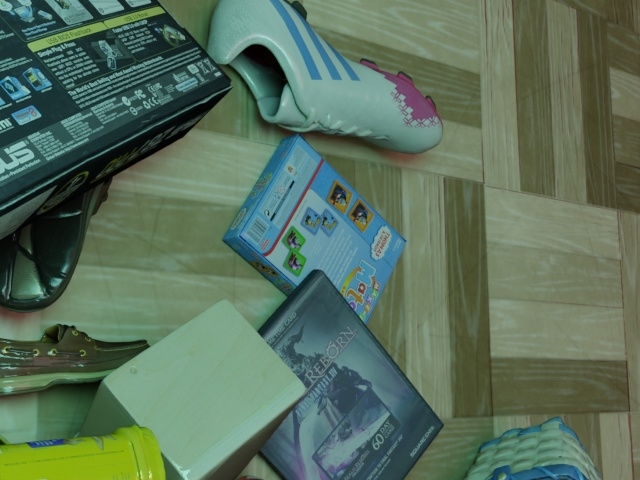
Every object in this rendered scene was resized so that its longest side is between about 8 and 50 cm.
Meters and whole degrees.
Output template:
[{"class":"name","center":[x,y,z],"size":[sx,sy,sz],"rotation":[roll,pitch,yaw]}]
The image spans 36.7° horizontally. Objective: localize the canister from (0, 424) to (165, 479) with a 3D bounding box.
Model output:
[{"class":"canister","center":[-0.227,0.204,0.767],"size":[0.170,0.126,0.073],"rotation":[2,57,-37]}]

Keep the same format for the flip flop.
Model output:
[{"class":"flip flop","center":[-0.250,-0.052,0.942],"size":[0.112,0.080,0.277],"rotation":[15,65,-4]}]

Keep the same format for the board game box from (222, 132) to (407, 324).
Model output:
[{"class":"board game box","center":[0.000,0.000,1.169],"size":[0.211,0.039,0.160],"rotation":[43,59,-25]}]

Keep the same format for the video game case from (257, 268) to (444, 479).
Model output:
[{"class":"video game case","center":[0.014,0.198,1.131],"size":[0.196,0.026,0.274],"rotation":[-48,115,-23]}]

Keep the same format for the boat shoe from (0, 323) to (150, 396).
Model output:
[{"class":"boat shoe","center":[-0.244,0.109,0.933],"size":[0.178,0.064,0.060],"rotation":[-4,87,-37]}]

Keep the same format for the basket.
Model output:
[{"class":"basket","center":[0.285,0.390,1.211],"size":[0.254,0.201,0.289],"rotation":[57,22,-16]}]

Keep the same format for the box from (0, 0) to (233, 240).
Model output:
[{"class":"box","center":[-0.277,-0.175,0.779],"size":[0.318,0.097,0.395],"rotation":[48,29,-4]}]

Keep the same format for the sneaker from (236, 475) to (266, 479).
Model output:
[{"class":"sneaker","center":[0.001,0.336,1.054],"size":[0.221,0.128,0.087],"rotation":[47,56,-25]}]

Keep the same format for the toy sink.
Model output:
[{"class":"toy sink","center":[-0.143,0.187,0.943],"size":[0.131,0.234,0.153],"rotation":[47,52,12]}]

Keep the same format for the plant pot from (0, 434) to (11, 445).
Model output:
[{"class":"plant pot","center":[-0.331,0.221,0.822],"size":[0.134,0.095,0.134],"rotation":[8,77,-39]}]

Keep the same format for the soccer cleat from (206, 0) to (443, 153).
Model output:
[{"class":"soccer cleat","center":[0.002,-0.168,1.153],"size":[0.331,0.116,0.143],"rotation":[31,60,-24]}]
